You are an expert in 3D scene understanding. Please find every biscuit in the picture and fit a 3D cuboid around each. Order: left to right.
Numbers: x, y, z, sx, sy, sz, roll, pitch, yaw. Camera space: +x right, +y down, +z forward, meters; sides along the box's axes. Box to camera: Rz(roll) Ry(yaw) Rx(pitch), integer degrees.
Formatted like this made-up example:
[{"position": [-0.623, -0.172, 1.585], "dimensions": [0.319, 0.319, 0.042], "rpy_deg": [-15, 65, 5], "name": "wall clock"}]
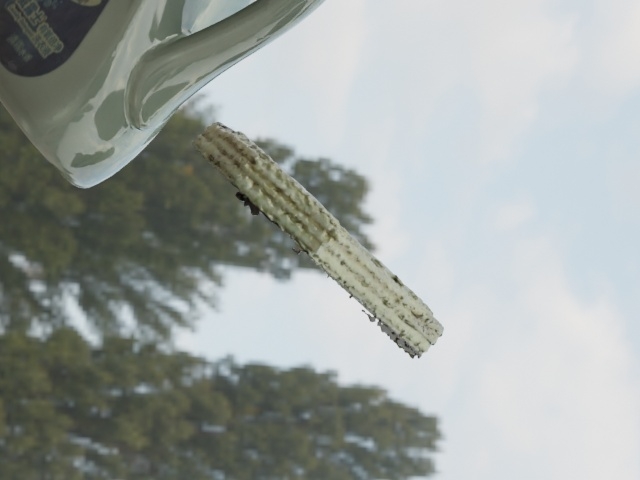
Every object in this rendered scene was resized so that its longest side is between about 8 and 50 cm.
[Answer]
[{"position": [0.000, 0.000, 1.267], "dimensions": [0.046, 0.250, 0.147], "rpy_deg": [-47, -139, 0], "name": "biscuit"}]

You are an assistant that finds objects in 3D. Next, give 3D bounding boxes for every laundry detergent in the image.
[{"position": [-0.082, -0.178, 0.878], "dimensions": [0.215, 0.280, 0.105], "rpy_deg": [51, -3, 37], "name": "laundry detergent"}]
